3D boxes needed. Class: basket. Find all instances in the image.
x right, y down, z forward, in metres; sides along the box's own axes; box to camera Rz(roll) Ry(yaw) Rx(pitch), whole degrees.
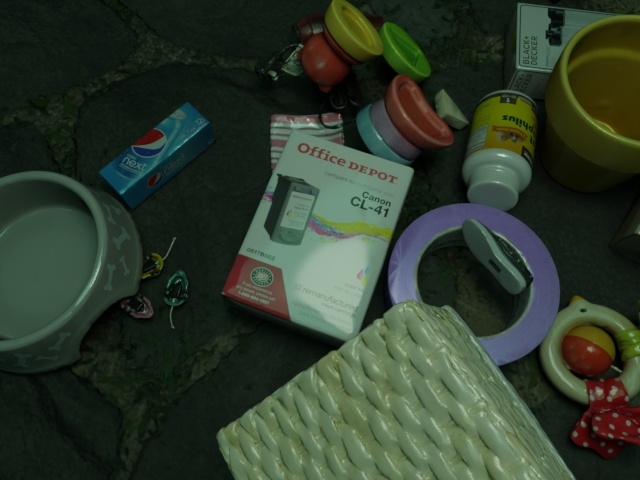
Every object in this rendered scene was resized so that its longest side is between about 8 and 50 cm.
[{"bbox_3d":[0.107,0.292,0.699,0.328,0.266,0.331,-38,69,11],"label":"basket"}]

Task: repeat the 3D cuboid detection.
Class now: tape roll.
[{"bbox_3d":[0.245,0.079,0.931,0.275,0.090,0.274,0,69,0],"label":"tape roll"}]

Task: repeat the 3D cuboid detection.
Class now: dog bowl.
[{"bbox_3d":[-0.481,0.040,0.926,0.349,0.102,0.348,-2,69,5],"label":"dog bowl"}]

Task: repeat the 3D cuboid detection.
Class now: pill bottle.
[{"bbox_3d":[0.317,-0.156,0.987,0.117,0.117,0.215,16,59,6],"label":"pill bottle"}]

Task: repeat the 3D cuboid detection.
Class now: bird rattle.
[{"bbox_3d":[0.451,0.202,0.890,0.207,0.143,0.253,32,85,24],"label":"bird rattle"}]

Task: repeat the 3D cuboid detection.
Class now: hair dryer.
[{"bbox_3d":[0.030,-0.358,1.112,0.224,0.080,0.293,36,70,1],"label":"hair dryer"}]

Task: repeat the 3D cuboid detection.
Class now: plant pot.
[{"bbox_3d":[0.495,-0.205,0.956,0.254,0.239,0.253,0,68,1],"label":"plant pot"}]

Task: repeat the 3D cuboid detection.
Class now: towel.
[{"bbox_3d":[-0.024,-0.155,1.055,0.144,0.029,0.197,-3,69,0],"label":"towel"}]

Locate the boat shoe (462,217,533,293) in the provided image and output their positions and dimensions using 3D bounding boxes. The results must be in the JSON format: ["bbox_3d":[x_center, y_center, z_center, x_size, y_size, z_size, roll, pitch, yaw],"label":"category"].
[{"bbox_3d":[0.280,0.021,0.884,0.040,0.049,0.142,-25,71,-29],"label":"boat shoe"}]

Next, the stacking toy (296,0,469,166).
[{"bbox_3d":[0.116,-0.268,1.028,0.279,0.130,0.309,-20,77,-54],"label":"stacking toy"}]

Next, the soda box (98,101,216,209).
[{"bbox_3d":[-0.298,-0.157,1.034,0.067,0.071,0.210,42,75,15],"label":"soda box"}]

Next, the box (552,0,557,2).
[{"bbox_3d":[0.454,-0.691,1.117,0.073,0.295,0.293,-32,73,-14],"label":"box"}]

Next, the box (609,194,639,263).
[{"bbox_3d":[0.651,-0.092,0.945,0.148,0.121,0.311,34,84,12],"label":"box"}]

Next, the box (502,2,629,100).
[{"bbox_3d":[0.516,-0.359,1.098,0.290,0.087,0.169,9,69,4],"label":"box"}]

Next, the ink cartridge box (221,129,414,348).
[{"bbox_3d":[0.000,0.000,0.928,0.226,0.131,0.306,19,75,5],"label":"ink cartridge box"}]

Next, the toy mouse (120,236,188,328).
[{"bbox_3d":[-0.280,0.095,0.958,0.161,0.031,0.143,-33,72,-11],"label":"toy mouse"}]
